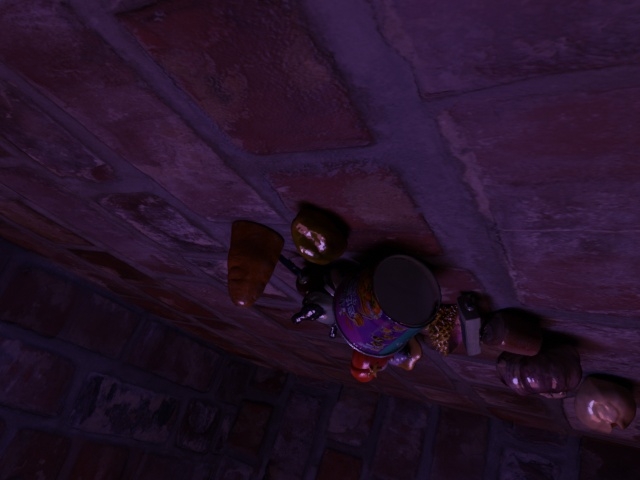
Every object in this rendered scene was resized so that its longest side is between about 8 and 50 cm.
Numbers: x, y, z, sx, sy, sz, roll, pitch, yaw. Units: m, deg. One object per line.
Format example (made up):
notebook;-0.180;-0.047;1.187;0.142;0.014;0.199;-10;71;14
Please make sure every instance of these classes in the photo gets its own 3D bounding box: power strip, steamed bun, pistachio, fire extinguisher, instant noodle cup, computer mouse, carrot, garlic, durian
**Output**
power strip;0.430;0.252;1.410;0.048;0.080;0.286;-15;141;9
steamed bun;0.542;0.263;1.387;0.145;0.106;0.175;14;171;-4
pistachio;0.962;0.559;1.674;0.188;0.187;0.299;4;160;30
fire extinguisher;-0.002;0.143;1.534;0.344;0.102;0.138;38;-175;-39
instant noodle cup;0.178;0.155;1.257;0.251;0.251;0.190;23;148;-11
computer mouse;0.118;0.159;1.423;0.237;0.081;0.145;22;-164;-11
carrot;-0.201;0.078;1.371;0.159;0.224;0.159;12;160;4
garlic;0.648;0.389;1.452;0.245;0.160;0.245;-13;-177;1
durian;0.392;0.273;1.516;0.132;0.165;0.182;-19;174;8
pistachio;-0.003;0.002;1.188;0.100;0.110;0.189;41;177;40

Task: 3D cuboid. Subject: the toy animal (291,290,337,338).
toy animal;0.031;0.215;1.451;0.225;0.093;0.121;27;128;-29

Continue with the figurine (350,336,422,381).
figurine;0.221;0.391;1.772;0.257;0.208;0.181;3;-144;-44
